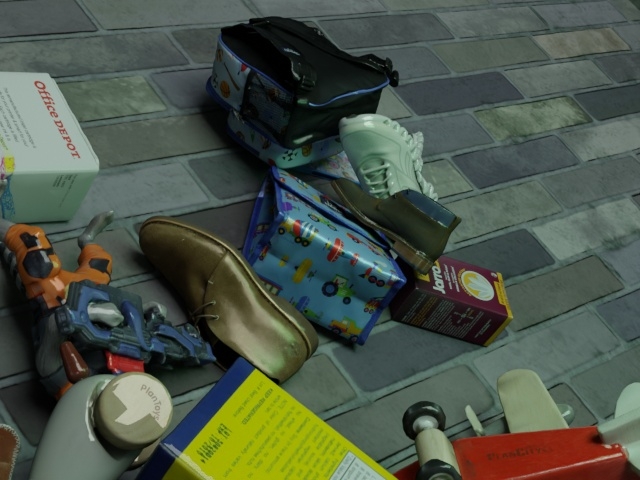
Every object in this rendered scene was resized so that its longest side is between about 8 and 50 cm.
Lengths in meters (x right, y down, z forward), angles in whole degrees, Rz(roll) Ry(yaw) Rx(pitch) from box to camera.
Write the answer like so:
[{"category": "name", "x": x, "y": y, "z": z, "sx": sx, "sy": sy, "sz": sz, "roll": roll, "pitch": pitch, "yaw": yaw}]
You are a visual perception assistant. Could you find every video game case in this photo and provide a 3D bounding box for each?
[{"category": "video game case", "x": 0.011, "y": -0.150, "z": 2.230, "sx": 0.166, "sy": 0.015, "sz": 0.119, "roll": 15, "pitch": 40, "yaw": -26}]

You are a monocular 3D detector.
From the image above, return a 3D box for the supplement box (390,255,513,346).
[{"category": "supplement box", "x": 0.207, "y": 0.090, "z": 2.056, "sx": 0.188, "sy": 0.081, "sz": 0.104, "roll": 17, "pitch": 40, "yaw": -23}]

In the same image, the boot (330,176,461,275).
[{"category": "boot", "x": 0.120, "y": -0.053, "z": 1.989, "sx": 0.219, "sy": 0.106, "sz": 0.082, "roll": 43, "pitch": 9, "yaw": 19}]

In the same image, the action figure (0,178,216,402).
[{"category": "action figure", "x": -0.293, "y": 0.107, "z": 1.626, "sx": 0.341, "sy": 0.178, "sz": 0.330, "roll": 36, "pitch": 28, "yaw": -56}]

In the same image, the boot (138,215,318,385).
[{"category": "boot", "x": -0.148, "y": 0.085, "z": 1.767, "sx": 0.305, "sy": 0.112, "sz": 0.115, "roll": 40, "pitch": 46, "yaw": 3}]

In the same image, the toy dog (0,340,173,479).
[{"category": "toy dog", "x": -0.310, "y": 0.231, "z": 1.366, "sx": 0.161, "sy": 0.220, "sz": 0.334, "roll": 47, "pitch": 40, "yaw": 8}]

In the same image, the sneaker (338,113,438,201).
[{"category": "sneaker", "x": 0.115, "y": -0.095, "z": 2.091, "sx": 0.292, "sy": 0.110, "sz": 0.118, "roll": 53, "pitch": 36, "yaw": -42}]

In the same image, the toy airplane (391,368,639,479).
[{"category": "toy airplane", "x": 0.304, "y": 0.343, "z": 1.689, "sx": 0.384, "sy": 0.272, "sz": 0.386, "roll": 19, "pitch": 39, "yaw": 36}]

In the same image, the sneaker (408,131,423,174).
[{"category": "sneaker", "x": 0.146, "y": -0.144, "z": 2.306, "sx": 0.076, "sy": 0.065, "sz": 0.166, "roll": 11, "pitch": 36, "yaw": -5}]

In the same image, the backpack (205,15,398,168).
[{"category": "backpack", "x": -0.054, "y": -0.259, "z": 2.124, "sx": 0.263, "sy": 0.213, "sz": 0.276, "roll": 43, "pitch": 34, "yaw": 24}]

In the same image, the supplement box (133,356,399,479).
[{"category": "supplement box", "x": -0.039, "y": 0.347, "z": 1.470, "sx": 0.356, "sy": 0.195, "sz": 0.194, "roll": 38, "pitch": 36, "yaw": 5}]

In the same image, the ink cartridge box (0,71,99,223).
[{"category": "ink cartridge box", "x": -0.475, "y": -0.127, "z": 1.726, "sx": 0.278, "sy": 0.117, "sz": 0.201, "roll": -4, "pitch": 51, "yaw": -41}]

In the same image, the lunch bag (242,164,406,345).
[{"category": "lunch bag", "x": 0.000, "y": 0.000, "z": 1.982, "sx": 0.221, "sy": 0.138, "sz": 0.293, "roll": 28, "pitch": 22, "yaw": -13}]
